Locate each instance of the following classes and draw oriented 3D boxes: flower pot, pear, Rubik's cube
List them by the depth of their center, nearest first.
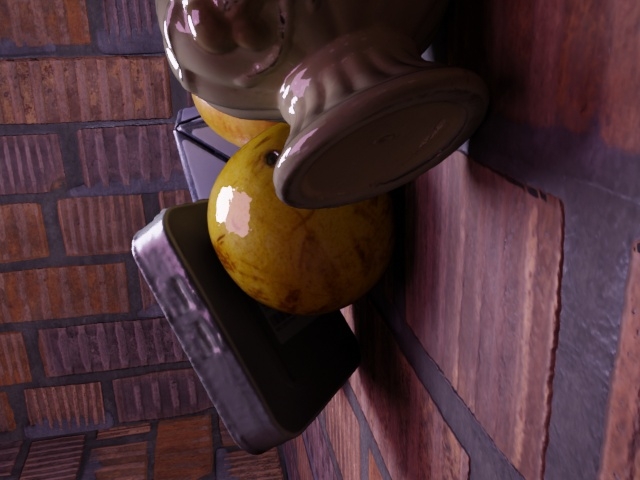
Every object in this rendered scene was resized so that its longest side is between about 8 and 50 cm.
[{"bbox_3d":[0.014,-0.182,0.610,0.307,0.308,0.244,111,136,-69],"label":"flower pot"},{"bbox_3d":[-0.024,-0.032,0.911,0.281,0.281,0.280,175,90,-80],"label":"pear"},{"bbox_3d":[-0.161,-0.173,1.367,0.260,0.255,0.259,-126,22,-71],"label":"Rubik's cube"}]

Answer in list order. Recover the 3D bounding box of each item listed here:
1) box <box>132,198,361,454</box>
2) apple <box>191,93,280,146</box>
[{"bbox_3d":[-0.100,0.108,1.085,0.396,0.111,0.396,60,-159,1],"label":"box"},{"bbox_3d":[-0.083,-0.285,1.060,0.233,0.286,0.285,27,-126,-71],"label":"apple"}]
